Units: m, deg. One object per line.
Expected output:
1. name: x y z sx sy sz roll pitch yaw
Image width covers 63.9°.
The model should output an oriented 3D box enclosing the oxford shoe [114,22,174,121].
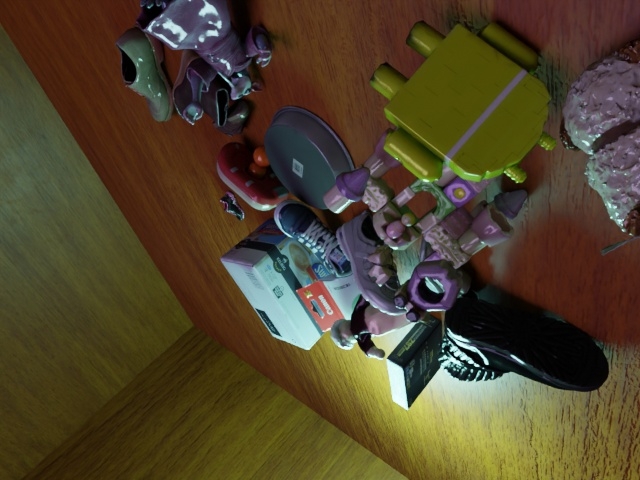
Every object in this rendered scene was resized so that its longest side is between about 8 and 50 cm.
1. oxford shoe: -0.542 -0.489 1.562 0.123 0.130 0.348 36 151 21

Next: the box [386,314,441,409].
1. box: 0.269 0.341 1.441 0.059 0.183 0.233 26 146 34

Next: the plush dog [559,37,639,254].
1. plush dog: 0.399 -0.128 0.653 0.225 0.210 0.262 66 158 16

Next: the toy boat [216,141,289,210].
1. toy boat: -0.179 -0.204 1.447 0.231 0.151 0.151 40 122 12

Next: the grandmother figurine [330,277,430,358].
1. grandmother figurine: 0.147 0.224 1.407 0.104 0.208 0.342 23 144 -28

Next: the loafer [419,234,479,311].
1. loafer: 0.298 0.075 1.168 0.087 0.094 0.251 -11 131 31

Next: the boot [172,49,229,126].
1. boot: -0.325 -0.374 1.404 0.207 0.090 0.248 54 149 25

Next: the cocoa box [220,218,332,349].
1. cocoa box: -0.105 0.131 1.650 0.231 0.228 0.347 6 132 54

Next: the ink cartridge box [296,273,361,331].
1. ink cartridge box: 0.065 0.181 1.516 0.181 0.224 0.056 59 -167 -23

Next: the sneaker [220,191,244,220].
1. sneaker: -0.316 -0.113 1.821 0.047 0.057 0.119 10 136 47

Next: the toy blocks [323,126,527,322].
1. toy blocks: 0.206 -0.090 0.856 0.289 0.309 0.260 49 126 1

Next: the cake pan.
1. cake pan: -0.037 -0.197 1.307 0.293 0.054 0.293 35 151 23

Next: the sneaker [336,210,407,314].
1. sneaker: 0.137 0.053 1.263 0.115 0.105 0.281 -48 64 38

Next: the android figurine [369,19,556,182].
1. android figurine: 0.213 -0.198 0.754 0.273 0.248 0.056 40 -177 12

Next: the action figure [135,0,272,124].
1. action figure: -0.247 -0.446 1.130 0.370 0.248 0.276 48 -158 -63

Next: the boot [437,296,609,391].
1. boot: 0.434 0.265 1.157 0.347 0.131 0.260 23 151 26

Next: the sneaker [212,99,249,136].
1. sneaker: -0.229 -0.332 1.416 0.071 0.066 0.188 39 162 -28

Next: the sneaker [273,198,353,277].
1. sneaker: 0.000 0.000 1.390 0.282 0.099 0.153 43 177 -40
